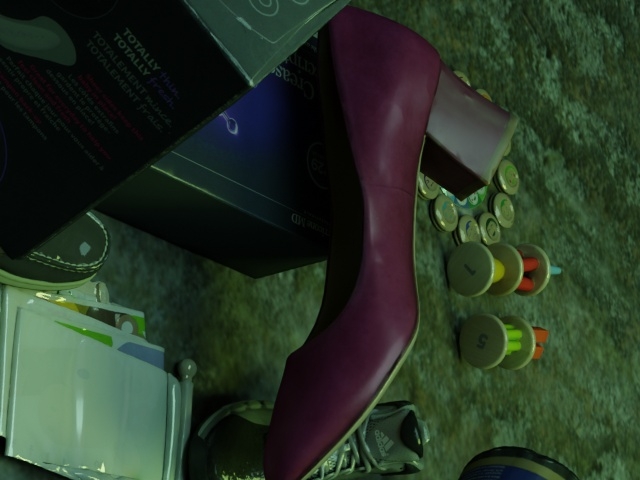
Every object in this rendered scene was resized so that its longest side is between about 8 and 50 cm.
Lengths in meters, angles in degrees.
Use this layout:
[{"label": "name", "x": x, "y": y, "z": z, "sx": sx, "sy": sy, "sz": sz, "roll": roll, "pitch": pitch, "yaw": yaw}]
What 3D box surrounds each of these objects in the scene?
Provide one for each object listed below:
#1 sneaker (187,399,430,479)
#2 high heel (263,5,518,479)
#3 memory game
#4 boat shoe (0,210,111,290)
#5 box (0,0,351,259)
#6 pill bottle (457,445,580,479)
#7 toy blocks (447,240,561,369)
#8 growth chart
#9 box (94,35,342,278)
[{"label": "sneaker", "x": 0.007, "y": 0.157, "z": 1.463, "sx": 0.229, "sy": 0.132, "sz": 0.086, "roll": -6, "pitch": 86, "yaw": -55}, {"label": "high heel", "x": 0.000, "y": 0.000, "z": 1.420, "sx": 0.181, "sy": 0.127, "sz": 0.377, "roll": 33, "pitch": 60, "yaw": -9}, {"label": "memory game", "x": 0.139, "y": -0.080, "z": 1.820, "sx": 0.186, "sy": 0.012, "sz": 0.186, "roll": 21, "pitch": 62, "yaw": -46}, {"label": "boat shoe", "x": -0.227, "y": -0.032, "z": 1.267, "sx": 0.223, "sy": 0.073, "sz": 0.080, "roll": 29, "pitch": 55, "yaw": -32}, {"label": "box", "x": -0.132, "y": -0.130, "z": 1.154, "sx": 0.165, "sy": 0.270, "sz": 0.143, "roll": 51, "pitch": 46, "yaw": -8}, {"label": "pill bottle", "x": 0.133, "y": 0.280, "z": 1.513, "sx": 0.123, "sy": 0.123, "sz": 0.219, "roll": 57, "pitch": 42, "yaw": -22}, {"label": "toy blocks", "x": 0.189, "y": 0.063, "z": 1.799, "sx": 0.148, "sy": 0.054, "sz": 0.123, "roll": 2, "pitch": 75, "yaw": -52}, {"label": "growth chart", "x": -0.169, "y": 0.105, "z": 1.357, "sx": 0.237, "sy": 0.021, "sz": 0.172, "roll": 34, "pitch": 52, "yaw": -41}, {"label": "box", "x": -0.096, "y": -0.099, "z": 1.457, "sx": 0.261, "sy": 0.103, "sz": 0.184, "roll": 25, "pitch": 62, "yaw": -45}]
